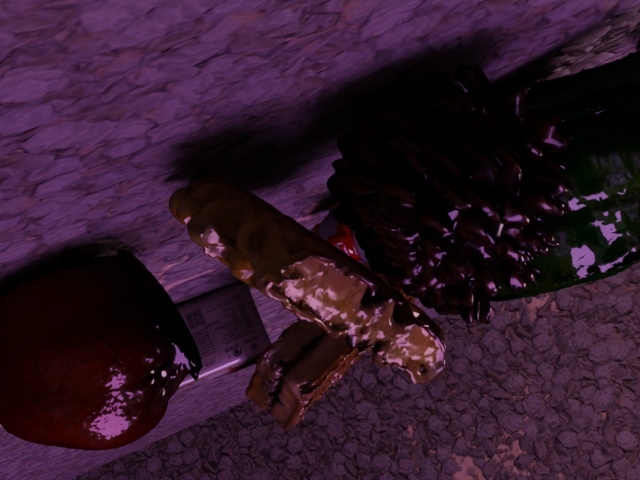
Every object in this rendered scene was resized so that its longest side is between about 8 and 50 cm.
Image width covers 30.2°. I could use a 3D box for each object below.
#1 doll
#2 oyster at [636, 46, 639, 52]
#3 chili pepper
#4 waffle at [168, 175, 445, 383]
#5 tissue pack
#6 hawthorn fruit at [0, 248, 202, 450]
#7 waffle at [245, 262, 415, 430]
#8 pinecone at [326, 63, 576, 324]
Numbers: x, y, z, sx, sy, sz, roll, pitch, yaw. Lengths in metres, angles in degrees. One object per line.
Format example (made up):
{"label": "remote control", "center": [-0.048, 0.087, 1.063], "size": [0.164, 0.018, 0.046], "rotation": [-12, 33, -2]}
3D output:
{"label": "doll", "center": [0.065, -0.016, 1.376], "size": [0.142, 0.076, 0.245], "rotation": [-7, -179, 27]}
{"label": "oyster", "center": [0.405, -0.211, 1.169], "size": [0.199, 0.087, 0.252], "rotation": [-17, -179, -25]}
{"label": "chili pepper", "center": [0.227, -0.061, 1.188], "size": [0.384, 0.213, 0.167], "rotation": [-21, -166, 35]}
{"label": "waffle", "center": [-0.002, 0.031, 1.033], "size": [0.065, 0.283, 0.309], "rotation": [-55, 180, 5]}
{"label": "tissue pack", "center": [-0.152, 0.134, 1.597], "size": [0.148, 0.106, 0.099], "rotation": [-21, 169, -12]}
{"label": "hawthorn fruit", "center": [-0.246, 0.108, 1.146], "size": [0.251, 0.190, 0.189], "rotation": [-5, 174, 14]}
{"label": "waffle", "center": [0.041, 0.101, 1.566], "size": [0.308, 0.091, 0.213], "rotation": [-45, 172, -21]}
{"label": "pinecone", "center": [0.118, -0.045, 1.012], "size": [0.221, 0.222, 0.221], "rotation": [-22, 170, -4]}
